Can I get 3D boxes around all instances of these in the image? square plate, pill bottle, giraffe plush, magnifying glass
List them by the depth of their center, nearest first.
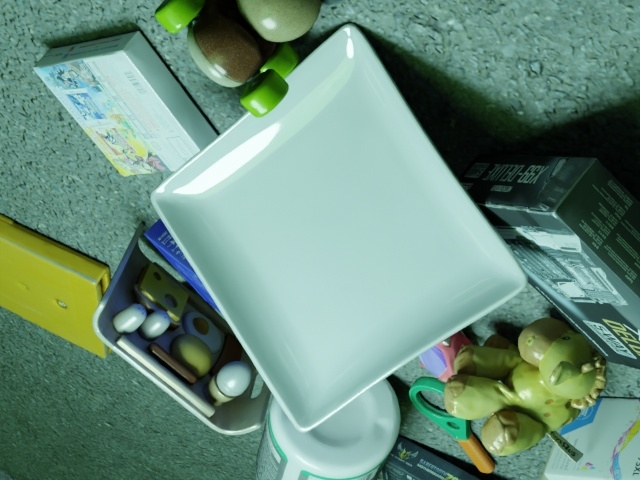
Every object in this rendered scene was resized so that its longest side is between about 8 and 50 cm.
[{"bbox_3d":[0.013,-0.007,1.339,0.347,0.049,0.344,-37,81,27],"label":"square plate"},{"bbox_3d":[0.287,0.174,1.508,0.210,0.181,0.170,30,134,2],"label":"giraffe plush"},{"bbox_3d":[0.215,0.291,1.853,0.092,0.026,0.231,-2,135,40],"label":"magnifying glass"},{"bbox_3d":[0.000,0.348,1.933,0.204,0.204,0.361,26,148,6],"label":"pill bottle"}]

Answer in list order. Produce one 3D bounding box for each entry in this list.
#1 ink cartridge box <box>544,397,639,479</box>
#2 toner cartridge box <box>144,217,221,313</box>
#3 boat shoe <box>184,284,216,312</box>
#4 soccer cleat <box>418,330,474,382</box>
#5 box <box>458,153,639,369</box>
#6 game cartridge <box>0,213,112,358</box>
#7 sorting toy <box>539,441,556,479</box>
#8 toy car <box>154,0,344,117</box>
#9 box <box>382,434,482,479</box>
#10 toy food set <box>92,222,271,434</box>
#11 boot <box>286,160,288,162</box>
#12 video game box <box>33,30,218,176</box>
[{"bbox_3d":[0.429,0.282,1.553,0.231,0.134,0.078,-6,134,43],"label":"ink cartridge box"},{"bbox_3d":[-0.104,0.068,1.607,0.165,0.075,0.348,50,169,-34],"label":"toner cartridge box"},{"bbox_3d":[-0.202,0.126,1.938,0.045,0.050,0.135,1,129,43],"label":"boat shoe"},{"bbox_3d":[0.149,0.112,1.599,0.095,0.083,0.248,13,148,33],"label":"soccer cleat"},{"bbox_3d":[0.306,0.033,1.273,0.307,0.076,0.242,42,171,-19],"label":"box"},{"bbox_3d":[-0.518,0.064,2.112,0.324,0.052,0.285,27,149,10],"label":"game cartridge"},{"bbox_3d":[0.429,0.394,1.797,0.196,0.047,0.347,21,148,14],"label":"sorting toy"},{"bbox_3d":[-0.047,-0.252,1.226,0.188,0.149,0.155,-35,112,27],"label":"toy car"},{"bbox_3d":[0.216,0.442,2.002,0.233,0.059,0.183,26,149,26],"label":"box"},{"bbox_3d":[-0.190,0.128,1.780,0.092,0.219,0.306,-37,111,27],"label":"toy food set"},{"bbox_3d":[0.078,-0.066,1.405,0.258,0.095,0.123,35,141,-19],"label":"boot"},{"bbox_3d":[-0.249,-0.173,1.545,0.187,0.048,0.205,-3,136,39],"label":"video game box"}]
